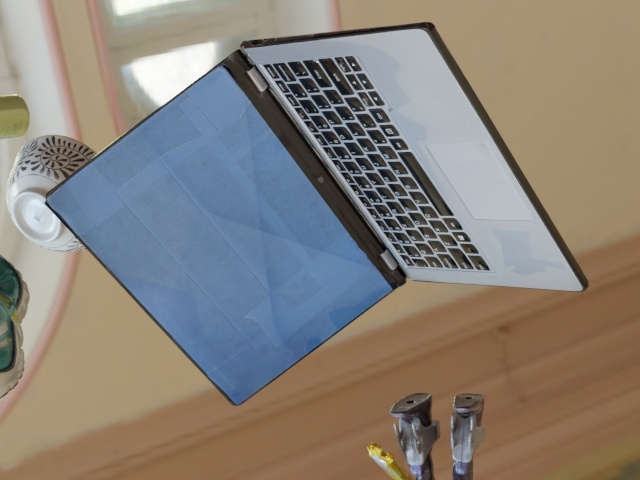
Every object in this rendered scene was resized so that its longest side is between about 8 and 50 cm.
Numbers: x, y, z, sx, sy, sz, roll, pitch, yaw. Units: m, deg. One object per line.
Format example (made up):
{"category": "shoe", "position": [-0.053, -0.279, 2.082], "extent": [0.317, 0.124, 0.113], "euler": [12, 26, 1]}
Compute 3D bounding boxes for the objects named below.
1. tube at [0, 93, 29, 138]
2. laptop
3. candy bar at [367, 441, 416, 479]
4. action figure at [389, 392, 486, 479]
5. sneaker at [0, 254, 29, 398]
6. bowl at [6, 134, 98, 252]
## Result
{"category": "tube", "position": [-0.496, -0.156, 1.644], "extent": [0.062, 0.070, 0.240], "euler": [30, -152, 31]}
{"category": "laptop", "position": [0.000, 0.000, 1.333], "extent": [0.408, 0.382, 0.236], "euler": [3, -129, 44]}
{"category": "candy bar", "position": [0.093, 0.281, 1.521], "extent": [0.040, 0.161, 0.018], "euler": [28, -104, 29]}
{"category": "action figure", "position": [0.148, 0.329, 1.517], "extent": [0.185, 0.285, 0.099], "euler": [-2, -170, 15]}
{"category": "sneaker", "position": [-0.389, 0.069, 1.393], "extent": [0.107, 0.110, 0.275], "euler": [-25, -146, -5]}
{"category": "bowl", "position": [-0.351, -0.046, 1.635], "extent": [0.170, 0.170, 0.080], "euler": [4, -152, 22]}
